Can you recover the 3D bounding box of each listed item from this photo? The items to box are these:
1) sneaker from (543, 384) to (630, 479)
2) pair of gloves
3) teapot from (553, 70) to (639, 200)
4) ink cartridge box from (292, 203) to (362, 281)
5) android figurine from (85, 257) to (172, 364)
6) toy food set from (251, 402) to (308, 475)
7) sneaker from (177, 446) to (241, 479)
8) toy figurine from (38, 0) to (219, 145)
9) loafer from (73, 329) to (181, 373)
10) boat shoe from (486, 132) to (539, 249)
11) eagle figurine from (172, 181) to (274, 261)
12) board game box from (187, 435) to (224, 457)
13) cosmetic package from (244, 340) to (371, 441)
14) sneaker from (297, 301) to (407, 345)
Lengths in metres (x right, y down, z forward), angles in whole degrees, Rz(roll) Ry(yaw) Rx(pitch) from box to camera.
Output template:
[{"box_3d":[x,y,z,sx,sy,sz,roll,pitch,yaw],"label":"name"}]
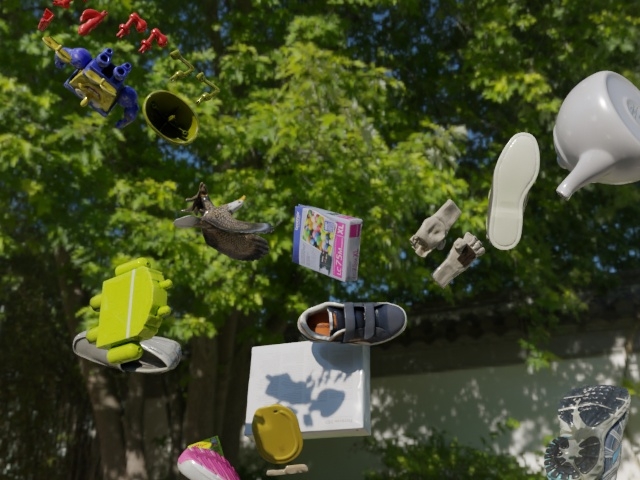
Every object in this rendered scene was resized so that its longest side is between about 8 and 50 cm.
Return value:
[{"box_3d":[0.463,0.356,1.084,0.110,0.122,0.283,-6,21,43],"label":"sneaker"},{"box_3d":[0.407,0.014,2.016,0.240,0.204,0.042,54,-12,-23],"label":"pair of gloves"},{"box_3d":[0.579,-0.214,1.314,0.256,0.252,0.187,3,-28,-37],"label":"teapot"},{"box_3d":[0.000,0.000,1.926,0.065,0.185,0.311,-5,15,-36],"label":"ink cartridge box"},{"box_3d":[-0.443,0.158,1.466,0.273,0.248,0.056,-20,-30,32],"label":"android figurine"},{"box_3d":[-0.114,0.539,1.743,0.128,0.217,0.071,-12,14,-1],"label":"toy food set"},{"box_3d":[-0.172,0.466,1.094,0.252,0.111,0.103,53,-11,-19],"label":"sneaker"},{"box_3d":[-0.427,-0.338,1.338,0.362,0.191,0.217,37,-29,-24],"label":"toy figurine"},{"box_3d":[-0.562,0.318,1.805,0.320,0.112,0.111,4,16,6],"label":"loafer"},{"box_3d":[0.495,-0.128,1.650,0.109,0.305,0.091,11,4,4],"label":"boat shoe"},{"box_3d":[-0.310,-0.055,2.097,0.225,0.298,0.226,-47,-10,21],"label":"eagle figurine"},{"box_3d":[-0.324,0.678,1.873,0.092,0.181,0.043,-17,22,-13],"label":"board game box"},{"box_3d":[-0.037,0.458,1.936,0.377,0.284,0.097,-9,-35,18],"label":"cosmetic package"},{"box_3d":[0.091,0.241,1.831,0.321,0.126,0.127,-8,-20,6],"label":"sneaker"}]
